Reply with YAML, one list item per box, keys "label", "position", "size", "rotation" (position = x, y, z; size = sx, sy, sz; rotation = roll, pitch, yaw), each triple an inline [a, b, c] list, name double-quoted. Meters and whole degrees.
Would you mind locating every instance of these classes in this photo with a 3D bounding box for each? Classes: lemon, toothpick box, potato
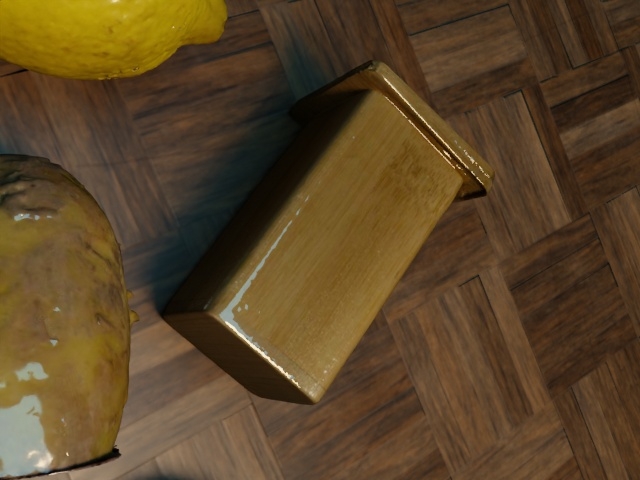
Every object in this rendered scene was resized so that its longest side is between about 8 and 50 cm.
- label: "lemon"
  position: [-0.223, -0.266, 0.723]
  size: [0.320, 0.245, 0.245]
  rotation: [24, 70, -29]
- label: "toothpick box"
  position: [0.000, 0.000, 0.853]
  size: [0.190, 0.187, 0.308]
  rotation: [43, 67, -19]
- label: "potato"
  position: [-0.261, 0.055, 0.673]
  size: [0.229, 0.229, 0.266]
  rotation: [-1, 78, -31]
